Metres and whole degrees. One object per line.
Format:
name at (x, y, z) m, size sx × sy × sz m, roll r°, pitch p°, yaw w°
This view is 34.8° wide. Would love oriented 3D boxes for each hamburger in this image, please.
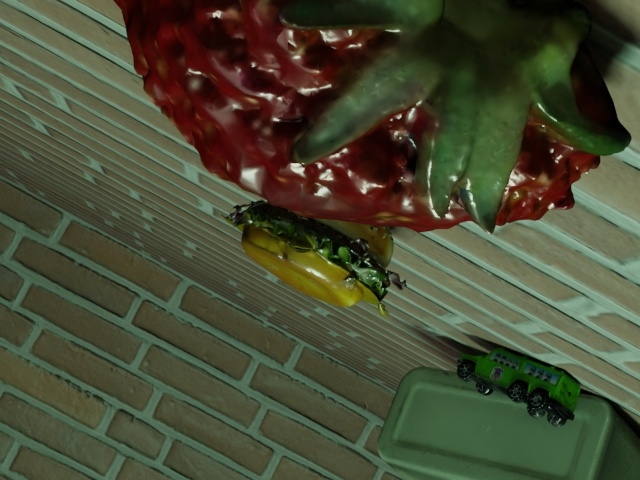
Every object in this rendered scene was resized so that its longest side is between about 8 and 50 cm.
hamburger at (-0.004, -0.002, 0.997) m, size 0.189 × 0.093 × 0.164 m, roll 19°, pitch 164°, yaw 39°

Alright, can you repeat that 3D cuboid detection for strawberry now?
strawberry at (-0.011, -0.075, 0.517) m, size 0.233 × 0.138 × 0.306 m, roll 31°, pitch 169°, yaw -26°

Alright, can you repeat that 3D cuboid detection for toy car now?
toy car at (0.253, 0.181, 1.317) m, size 0.165 × 0.063 × 0.071 m, roll 19°, pitch 166°, yaw 45°

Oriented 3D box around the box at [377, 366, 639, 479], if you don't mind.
box at (0.310, 0.341, 1.480) m, size 0.351 × 0.177 × 0.344 m, roll 5°, pitch 151°, yaw 40°
